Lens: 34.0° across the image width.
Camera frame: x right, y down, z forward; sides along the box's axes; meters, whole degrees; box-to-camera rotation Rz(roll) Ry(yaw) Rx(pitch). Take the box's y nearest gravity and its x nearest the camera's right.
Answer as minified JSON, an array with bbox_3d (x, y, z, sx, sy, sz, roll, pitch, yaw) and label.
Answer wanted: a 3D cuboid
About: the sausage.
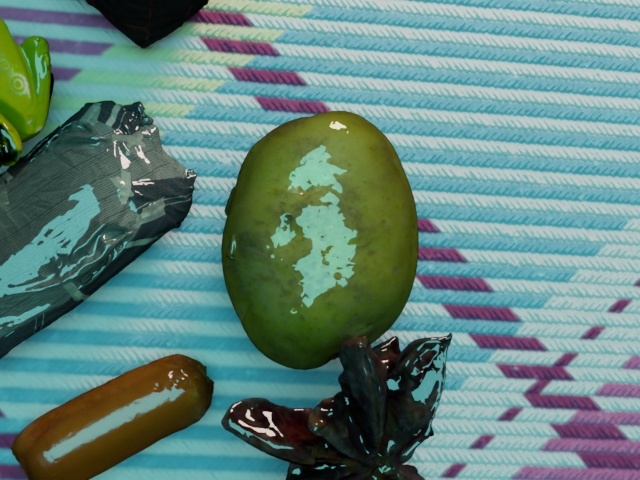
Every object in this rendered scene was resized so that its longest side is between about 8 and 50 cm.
[{"bbox_3d":[-0.194,0.171,0.992,0.197,0.076,0.076,-27,87,-11],"label":"sausage"}]

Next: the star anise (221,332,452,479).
[{"bbox_3d":[0.030,0.193,0.969,0.212,0.129,0.282,-29,126,-30],"label":"star anise"}]

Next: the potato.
[{"bbox_3d":[-0.002,-0.001,1.001,0.197,0.148,0.228,-18,87,-23],"label":"potato"}]

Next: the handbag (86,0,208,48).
[{"bbox_3d":[-0.194,-0.311,1.007,0.155,0.169,0.215,-39,88,-27],"label":"handbag"}]

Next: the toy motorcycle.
[{"bbox_3d":[-0.374,-0.190,0.968,0.342,0.206,0.142,45,108,10],"label":"toy motorcycle"}]

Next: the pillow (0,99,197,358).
[{"bbox_3d":[-0.279,0.000,0.992,0.335,0.092,0.161,-37,83,-10],"label":"pillow"}]
